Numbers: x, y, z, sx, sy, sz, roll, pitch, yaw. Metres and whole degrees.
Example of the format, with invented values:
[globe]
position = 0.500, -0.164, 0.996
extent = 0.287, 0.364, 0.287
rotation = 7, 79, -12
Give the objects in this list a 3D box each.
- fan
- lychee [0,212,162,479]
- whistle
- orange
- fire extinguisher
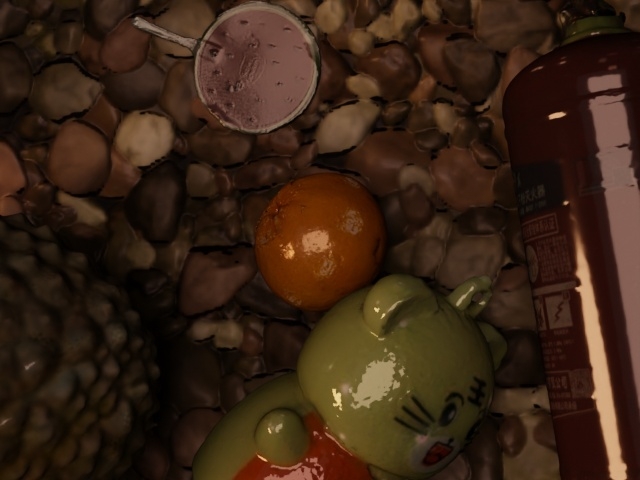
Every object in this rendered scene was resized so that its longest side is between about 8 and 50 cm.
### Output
[fan]
position = -0.063, -0.118, 0.714
extent = 0.133, 0.005, 0.085
rotation = 22, 93, 12
[lychee]
position = -0.226, 0.097, 0.619
extent = 0.274, 0.255, 0.255
rotation = -16, 84, -3
[whistle]
position = -0.001, 0.129, 0.627
extent = 0.288, 0.131, 0.106
rotation = -50, 53, 6
[orange]
position = 0.000, 0.000, 0.656
extent = 0.083, 0.083, 0.070
rotation = -47, 122, 7
[fire extinguisher]
position = 0.165, 0.000, 0.590
extent = 0.114, 0.135, 0.337
rotation = -9, 84, 6
